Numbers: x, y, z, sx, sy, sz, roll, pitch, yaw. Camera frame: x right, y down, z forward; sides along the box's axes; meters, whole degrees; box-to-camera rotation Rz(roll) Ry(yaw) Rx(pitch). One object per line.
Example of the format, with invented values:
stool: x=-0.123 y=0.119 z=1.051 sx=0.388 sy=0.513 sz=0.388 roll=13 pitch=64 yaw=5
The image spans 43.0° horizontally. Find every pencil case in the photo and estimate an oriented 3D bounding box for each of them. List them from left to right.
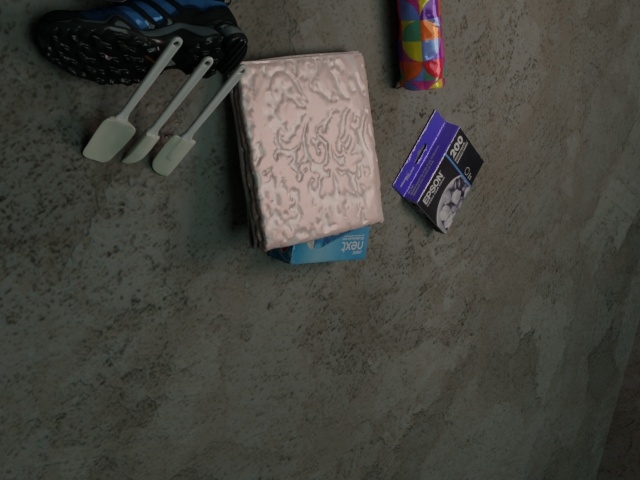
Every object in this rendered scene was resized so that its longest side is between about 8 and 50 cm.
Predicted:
pencil case: x=0.196 y=-0.412 z=1.614 sx=0.104 sy=0.104 sz=0.236 roll=-28 pitch=125 yaw=-37

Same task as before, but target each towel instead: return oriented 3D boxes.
towel: x=-0.018 y=-0.167 z=1.465 sx=0.317 sy=0.053 sz=0.331 roll=-15 pitch=102 yaw=-41

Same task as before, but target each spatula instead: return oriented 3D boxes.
spatula: x=-0.229 y=-0.192 z=1.213 sx=0.168 sy=0.019 sz=0.242 roll=16 pitch=129 yaw=-44

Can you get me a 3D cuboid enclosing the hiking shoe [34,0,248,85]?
hiking shoe: x=-0.262 y=-0.306 z=1.182 sx=0.304 sy=0.132 sz=0.113 roll=-4 pitch=149 yaw=-29

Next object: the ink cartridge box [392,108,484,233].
ink cartridge box: x=0.270 y=-0.151 z=1.823 sx=0.208 sy=0.045 sz=0.206 roll=40 pitch=75 yaw=-45

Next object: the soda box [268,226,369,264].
soda box: x=0.000 y=0.000 z=1.579 sx=0.210 sy=0.067 sz=0.071 roll=-3 pitch=107 yaw=-46
